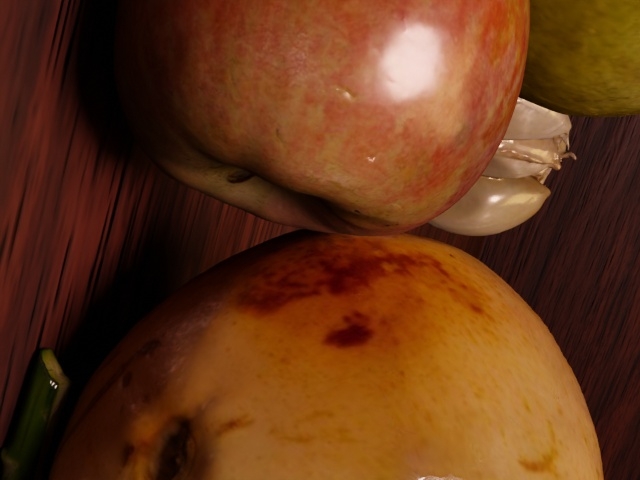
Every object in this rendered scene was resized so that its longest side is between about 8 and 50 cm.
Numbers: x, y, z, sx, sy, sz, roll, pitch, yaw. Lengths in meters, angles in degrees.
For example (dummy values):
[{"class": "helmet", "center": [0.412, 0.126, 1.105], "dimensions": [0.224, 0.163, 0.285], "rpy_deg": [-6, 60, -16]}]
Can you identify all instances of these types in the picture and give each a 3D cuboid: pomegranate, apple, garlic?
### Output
[{"class": "pomegranate", "center": [0.016, 0.148, 0.580], "dimensions": [0.319, 0.319, 0.319], "rpy_deg": [20, 90, -77]}, {"class": "apple", "center": [0.003, -0.097, 0.486], "dimensions": [0.188, 0.188, 0.174], "rpy_deg": [59, 44, -73]}, {"class": "garlic", "center": [0.193, -0.122, 1.216], "dimensions": [0.281, 0.203, 0.185], "rpy_deg": [90, 5, -47]}]

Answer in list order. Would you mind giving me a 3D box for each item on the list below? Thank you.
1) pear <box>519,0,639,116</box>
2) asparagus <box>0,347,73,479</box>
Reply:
[{"class": "pear", "center": [0.167, -0.251, 0.622], "dimensions": [0.413, 0.352, 0.352], "rpy_deg": [96, 17, -78]}, {"class": "asparagus", "center": [-0.149, 0.108, 0.539], "dimensions": [0.025, 0.021, 0.108], "rpy_deg": [-2, 112, -77]}]
